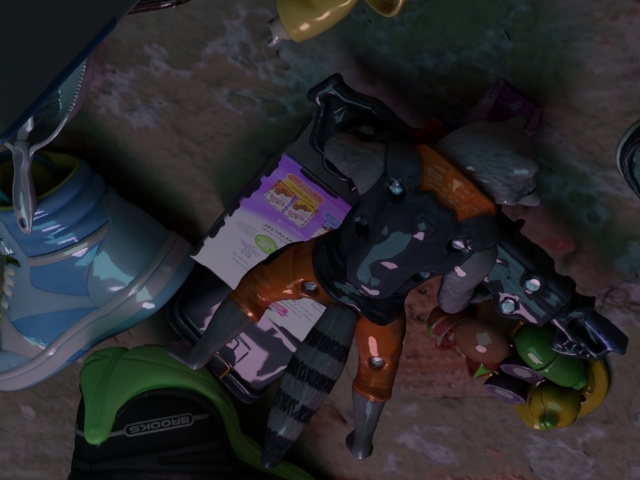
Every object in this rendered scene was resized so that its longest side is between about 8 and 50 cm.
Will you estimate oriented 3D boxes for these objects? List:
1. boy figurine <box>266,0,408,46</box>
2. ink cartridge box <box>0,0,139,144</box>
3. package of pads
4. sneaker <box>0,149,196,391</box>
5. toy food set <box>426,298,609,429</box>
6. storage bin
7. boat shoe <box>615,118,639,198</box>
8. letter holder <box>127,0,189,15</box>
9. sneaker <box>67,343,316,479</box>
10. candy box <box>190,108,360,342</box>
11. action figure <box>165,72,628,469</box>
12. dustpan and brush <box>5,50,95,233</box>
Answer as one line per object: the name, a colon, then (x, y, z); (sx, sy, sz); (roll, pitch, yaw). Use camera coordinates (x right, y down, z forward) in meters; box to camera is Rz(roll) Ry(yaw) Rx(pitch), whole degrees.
boy figurine: (-0.029, -0.224, 1.390); (0.285, 0.092, 0.177); (14, 134, 26)
ink cartridge box: (-0.260, -0.136, 1.055); (0.307, 0.223, 0.129); (-13, 121, 40)
package of pads: (0.140, -0.089, 1.454); (0.050, 0.032, 0.083); (35, 140, -6)
sneaker: (-0.289, 0.018, 1.775); (0.319, 0.127, 0.208); (-31, 111, 37)
toy food set: (0.159, 0.102, 1.598); (0.218, 0.071, 0.128); (46, 138, -13)
storage bin: (-0.069, 0.081, 1.720); (0.091, 0.098, 0.135); (-29, 110, 36)
boat shoe: (0.319, 0.002, 1.270); (0.254, 0.079, 0.095); (38, 119, -1)
letter holder: (-0.122, -0.289, 1.221); (0.214, 0.302, 0.152); (-1, 128, 34)
sneaker: (-0.118, 0.294, 1.833); (0.185, 0.202, 0.483); (-5, 143, 35)
candy box: (0.000, 0.000, 1.604); (0.165, 0.070, 0.196); (39, 139, -6)
action figure: (0.083, 0.047, 1.439); (0.341, 0.178, 0.330); (34, 113, -4)
dustpan and brush: (-0.268, -0.113, 1.626); (0.147, 0.060, 0.211); (7, 114, 28)
